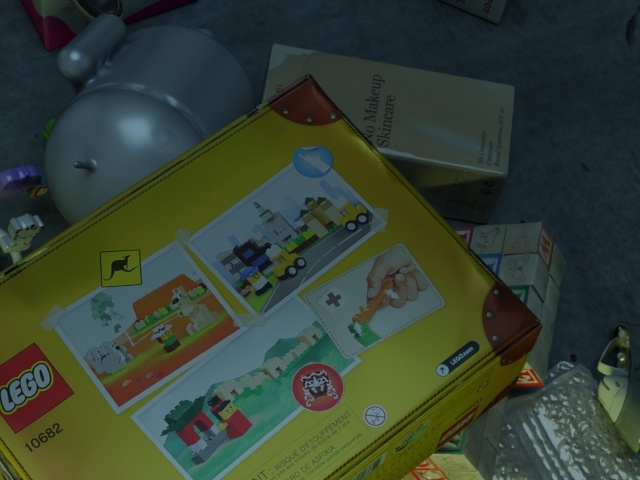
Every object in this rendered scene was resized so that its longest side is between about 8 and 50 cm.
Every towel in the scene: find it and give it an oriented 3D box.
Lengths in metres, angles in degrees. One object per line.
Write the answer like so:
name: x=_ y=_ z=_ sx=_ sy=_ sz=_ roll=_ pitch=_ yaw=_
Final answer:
towel: x=0.288 y=0.282 z=1.724 sx=0.187 sy=0.049 sz=0.282 roll=-22 pitch=66 yaw=-18

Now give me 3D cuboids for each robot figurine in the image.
robot figurine: x=-0.196 y=-0.119 z=1.762 sx=0.300 sy=0.199 sz=0.353 roll=54 pitch=29 yaw=-19

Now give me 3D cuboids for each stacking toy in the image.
stacking toy: x=-0.327 y=-0.077 z=1.798 sx=0.221 sy=0.052 sz=0.167 roll=-11 pitch=59 yaw=-48

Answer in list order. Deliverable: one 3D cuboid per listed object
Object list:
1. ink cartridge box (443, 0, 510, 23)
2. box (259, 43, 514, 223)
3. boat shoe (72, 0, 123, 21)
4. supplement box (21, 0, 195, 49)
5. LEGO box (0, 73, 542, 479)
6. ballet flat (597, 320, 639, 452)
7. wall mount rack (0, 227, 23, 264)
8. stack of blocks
ink cartridge box: x=0.178 y=-0.401 z=2.039 sx=0.203 sy=0.148 sz=0.086 roll=24 pitch=59 yaw=7
box: x=0.075 y=-0.133 z=1.889 sx=0.311 sy=0.121 sz=0.148 roll=9 pitch=60 yaw=-3
boat shoe: x=-0.290 y=-0.332 z=1.866 sx=0.056 sy=0.049 sz=0.152 roll=-26 pitch=68 yaw=-20
supplement box: x=-0.279 y=-0.351 z=1.972 sx=0.220 sy=0.111 sz=0.114 roll=-23 pitch=66 yaw=-19
LEGO box: x=-0.092 y=0.125 z=1.521 sx=0.500 sy=0.193 sz=0.372 roll=-34 pitch=70 yaw=-20
ballet flat: x=0.354 y=0.168 z=1.759 sx=0.068 sy=0.072 sz=0.213 roll=16 pitch=34 yaw=5
wall mount rack: x=-0.438 y=0.137 z=1.673 sx=0.350 sy=0.130 sz=0.304 roll=-37 pitch=103 yaw=-23
stack of blocks: x=0.166 y=0.129 z=1.728 sx=0.171 sy=0.087 sz=0.297 roll=-3 pitch=55 yaw=30
